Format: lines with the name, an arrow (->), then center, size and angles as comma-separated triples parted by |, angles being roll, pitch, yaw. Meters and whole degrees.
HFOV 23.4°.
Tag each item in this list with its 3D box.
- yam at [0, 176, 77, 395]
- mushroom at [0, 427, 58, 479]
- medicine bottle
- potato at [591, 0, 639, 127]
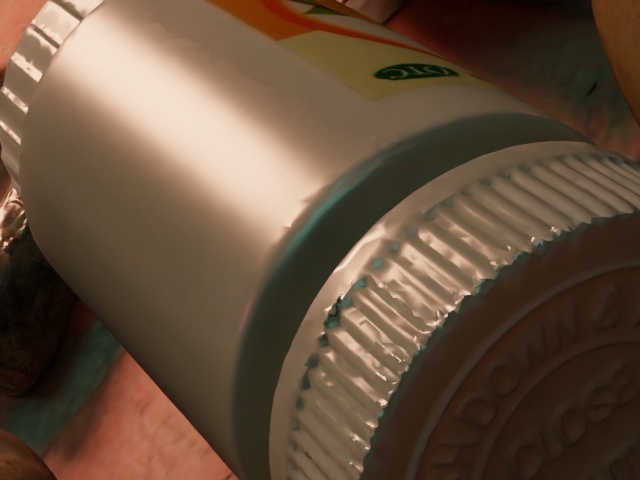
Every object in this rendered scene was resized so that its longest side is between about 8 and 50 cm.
yam -> -0.113, -0.049, 0.777 | 0.061, 0.061, 0.274 | -3, 52, 39
mushroom -> -0.167, 0.142, 0.590 | 0.166, 0.127, 0.166 | -23, 36, 18
medicine bottle -> 0.000, 0.000, 0.553 | 0.158, 0.158, 0.318 | -46, 39, -5
potato -> 0.194, -0.062, 0.438 | 0.235, 0.160, 0.178 | 20, 66, 27
